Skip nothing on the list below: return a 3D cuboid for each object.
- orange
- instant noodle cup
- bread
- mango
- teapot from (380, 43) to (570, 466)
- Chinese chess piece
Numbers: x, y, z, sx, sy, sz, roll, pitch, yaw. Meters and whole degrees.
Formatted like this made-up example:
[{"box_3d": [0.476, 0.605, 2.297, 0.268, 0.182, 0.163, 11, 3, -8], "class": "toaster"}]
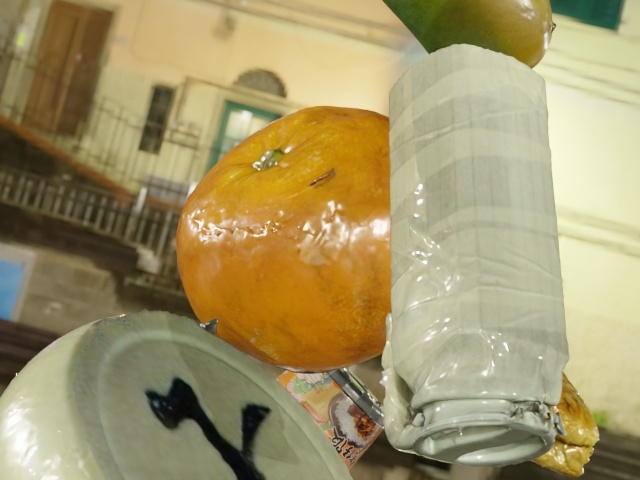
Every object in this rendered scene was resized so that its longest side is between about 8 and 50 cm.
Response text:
[{"box_3d": [0.000, 0.000, 1.218, 0.284, 0.284, 0.226, 7, -49, 52], "class": "orange"}, {"box_3d": [0.001, 0.212, 1.518, 0.177, 0.125, 0.208, 46, 1, -37], "class": "instant noodle cup"}, {"box_3d": [0.224, 0.166, 1.355, 0.114, 0.083, 0.211, 30, 14, -20], "class": "bread"}, {"box_3d": [0.167, -0.292, 1.512, 0.251, 0.114, 0.156, 40, -46, -8], "class": "mango"}, {"box_3d": [0.066, 0.013, 0.631, 0.077, 0.200, 0.107, 19, -32, -32], "class": "teapot"}, {"box_3d": [-0.073, 0.140, 0.659, 0.238, 0.092, 0.238, 37, 23, -19], "class": "Chinese chess piece"}]
